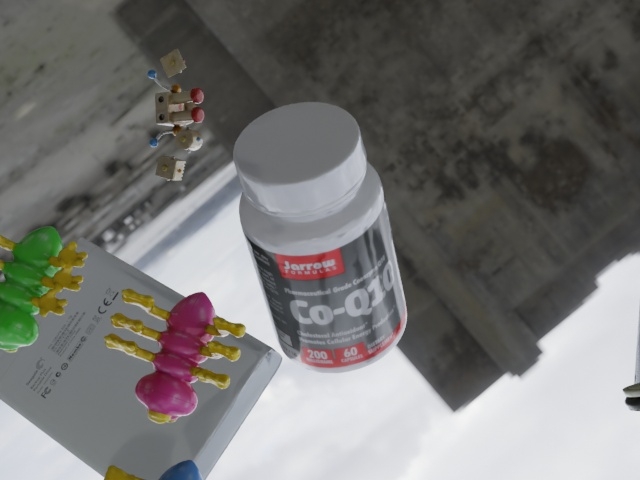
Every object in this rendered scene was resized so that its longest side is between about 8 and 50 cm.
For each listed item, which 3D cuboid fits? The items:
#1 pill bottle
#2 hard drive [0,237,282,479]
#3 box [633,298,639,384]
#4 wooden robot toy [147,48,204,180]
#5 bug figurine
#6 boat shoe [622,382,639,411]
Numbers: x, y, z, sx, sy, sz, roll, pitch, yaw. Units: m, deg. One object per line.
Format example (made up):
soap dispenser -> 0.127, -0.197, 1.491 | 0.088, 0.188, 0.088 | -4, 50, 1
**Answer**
pill bottle -> 0.000, 0.000, 1.336 | 0.161, 0.283, 0.161 | -8, -138, 7
hard drive -> -0.242, 0.161, 1.489 | 0.233, 0.353, 0.047 | -56, 145, -10
box -> 0.511, 0.184, 1.649 | 0.108, 0.153, 0.207 | -3, -159, -1
wooden robot toy -> -0.181, -0.167, 1.621 | 0.076, 0.173, 0.079 | -1, -179, 21
bug figurine -> -0.169, 0.110, 0.796 | 0.072, 0.279, 0.216 | 73, 39, -77
boat shoe -> 0.467, 0.197, 1.386 | 0.233, 0.079, 0.084 | 2, -177, 11
